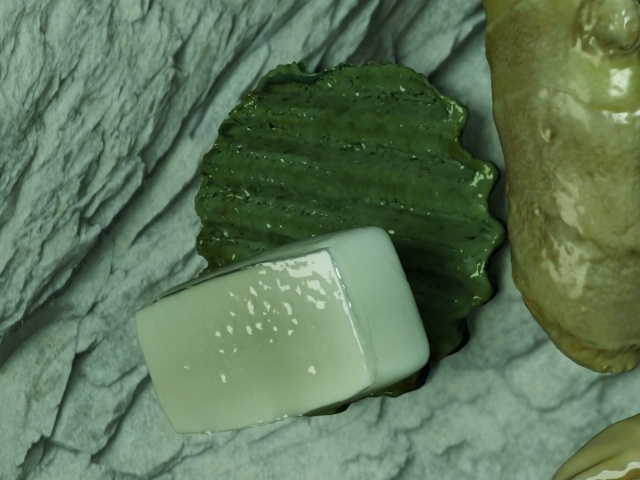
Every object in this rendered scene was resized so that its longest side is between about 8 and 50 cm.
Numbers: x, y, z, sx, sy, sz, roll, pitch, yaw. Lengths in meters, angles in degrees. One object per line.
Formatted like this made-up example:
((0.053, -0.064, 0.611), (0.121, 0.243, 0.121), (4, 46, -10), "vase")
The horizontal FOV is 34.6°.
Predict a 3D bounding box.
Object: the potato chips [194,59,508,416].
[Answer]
((0.000, 0.000, 1.025), (0.429, 0.070, 0.358), (10, 97, 45), "potato chips")

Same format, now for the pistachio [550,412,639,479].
((0.245, 0.242, 0.693), (0.230, 0.230, 0.308), (31, 117, 40), "pistachio")

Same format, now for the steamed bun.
((-0.023, 0.078, 0.897), (0.242, 0.164, 0.146), (-19, 87, 29), "steamed bun")

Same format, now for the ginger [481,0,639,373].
((0.196, -0.076, 0.775), (0.190, 0.126, 0.354), (171, 90, -74), "ginger")
